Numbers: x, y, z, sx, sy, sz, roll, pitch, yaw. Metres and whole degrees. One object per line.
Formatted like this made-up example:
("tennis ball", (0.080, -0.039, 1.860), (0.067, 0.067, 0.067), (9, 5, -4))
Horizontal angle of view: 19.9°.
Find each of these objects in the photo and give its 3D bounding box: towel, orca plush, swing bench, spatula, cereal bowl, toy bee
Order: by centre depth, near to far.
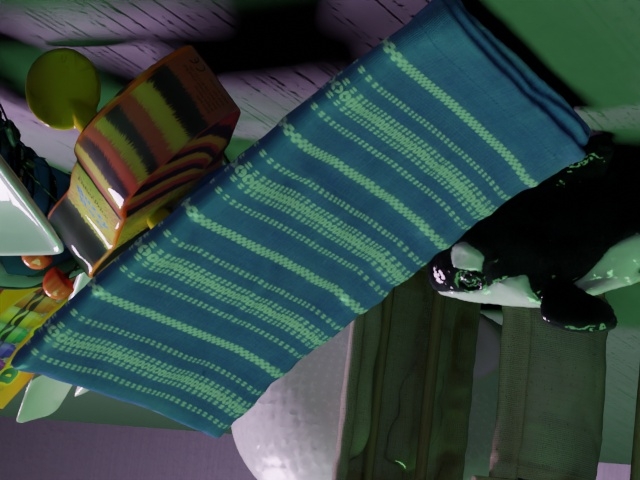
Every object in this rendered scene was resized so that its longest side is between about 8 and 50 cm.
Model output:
("towel", (0.000, 0.000, 1.121), (0.336, 0.040, 0.243), (-39, 153, 11))
("toy bee", (-0.122, -0.020, 1.214), (0.195, 0.162, 0.298), (49, 171, 28))
("orca plush", (0.205, -0.020, 1.246), (0.287, 0.151, 0.102), (4, 137, 28))
("swing bench", (0.154, 0.125, 1.579), (0.255, 0.253, 0.165), (2, 166, 26))
("spatula", (-0.191, 0.076, 1.698), (0.168, 0.019, 0.242), (-16, 148, -36))
("cereal bowl", (0.089, 0.148, 1.787), (0.339, 0.141, 0.339), (11, -151, -6))

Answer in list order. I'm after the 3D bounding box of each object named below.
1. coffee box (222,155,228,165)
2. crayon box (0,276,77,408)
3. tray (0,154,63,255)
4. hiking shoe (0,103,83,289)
("coffee box", (-0.122, -0.038, 1.488), (0.113, 0.040, 0.184), (6, 168, 7))
("crayon box", (-0.314, 0.043, 1.635), (0.202, 0.081, 0.318), (-47, 145, 17))
("tray", (-0.275, -0.088, 1.139), (0.145, 0.030, 0.270), (0, 139, 33))
("hiking shoe", (-0.252, -0.051, 1.290), (0.304, 0.113, 0.132), (20, 136, -42))
